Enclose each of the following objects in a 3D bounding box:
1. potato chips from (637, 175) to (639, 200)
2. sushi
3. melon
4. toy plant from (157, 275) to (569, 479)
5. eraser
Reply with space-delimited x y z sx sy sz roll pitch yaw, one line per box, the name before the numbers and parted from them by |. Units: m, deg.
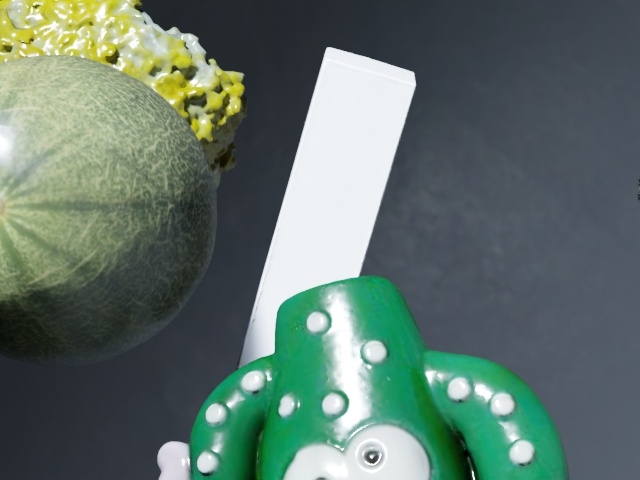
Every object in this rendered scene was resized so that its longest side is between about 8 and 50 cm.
potato chips | 0.357 -0.087 1.729 0.142 0.026 0.209 -23 -31 -27
sushi | -0.269 -0.136 2.177 0.240 0.351 0.396 -47 -2 -22
melon | -0.202 -0.022 1.372 0.237 0.237 0.302 -49 -10 6
toy plant | 0.029 0.149 1.157 0.232 0.243 0.112 -40 -21 2
eraser | 0.000 0.000 1.453 0.078 0.076 0.298 -80 6 -76
